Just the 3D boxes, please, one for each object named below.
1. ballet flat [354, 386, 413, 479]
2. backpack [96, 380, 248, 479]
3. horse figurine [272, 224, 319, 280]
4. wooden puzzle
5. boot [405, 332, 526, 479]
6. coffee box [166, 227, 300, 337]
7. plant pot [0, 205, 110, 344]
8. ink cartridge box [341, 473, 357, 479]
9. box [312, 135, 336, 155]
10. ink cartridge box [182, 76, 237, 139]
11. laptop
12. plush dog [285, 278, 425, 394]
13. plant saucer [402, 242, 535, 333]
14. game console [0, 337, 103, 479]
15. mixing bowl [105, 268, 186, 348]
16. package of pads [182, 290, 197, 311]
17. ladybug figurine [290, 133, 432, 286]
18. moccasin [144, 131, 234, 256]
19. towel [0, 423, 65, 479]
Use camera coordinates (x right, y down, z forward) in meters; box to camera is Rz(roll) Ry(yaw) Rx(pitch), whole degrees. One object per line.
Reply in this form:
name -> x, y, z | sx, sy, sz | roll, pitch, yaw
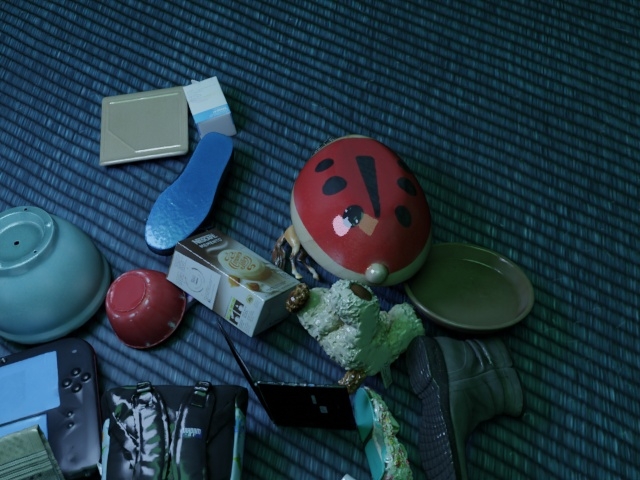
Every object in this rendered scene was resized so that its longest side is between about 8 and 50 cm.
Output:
ballet flat -> 0.122, 0.387, 1.746 | 0.077, 0.091, 0.241 | 14, 35, -21
backpack -> -0.271, 0.471, 1.671 | 0.290, 0.273, 0.355 | -2, 46, -8
horse figurine -> 0.000, 0.000, 2.003 | 0.263, 0.066, 0.174 | -19, 60, -5
wooden puzzle -> -0.437, -0.283, 2.238 | 0.221, 0.044, 0.239 | -8, 55, 3
boot -> 0.303, 0.334, 1.724 | 0.222, 0.118, 0.338 | 4, 66, -22
coffee box -> -0.187, 0.086, 1.922 | 0.246, 0.098, 0.141 | 31, 28, 21
plant pot -> -0.629, 0.051, 1.947 | 0.293, 0.196, 0.293 | -5, 51, 7
ink cartridge box -> 0.086, 0.635, 1.562 | 0.324, 0.071, 0.330 | 30, 71, 21
box -> 0.031, -0.203, 2.145 | 0.067, 0.018, 0.083 | -41, 64, -16
ink cartridge box -> -0.275, -0.327, 2.210 | 0.090, 0.092, 0.143 | -19, 60, -5
laptop -> -0.064, 0.265, 1.758 | 0.264, 0.234, 0.137 | 2, 61, 9
plush dog -> 0.047, 0.173, 1.820 | 0.225, 0.262, 0.211 | 36, 98, 47
plant saucer -> 0.304, 0.102, 1.869 | 0.277, 0.041, 0.278 | 4, 37, -3
game console -> -0.633, 0.375, 1.817 | 0.386, 0.060, 0.342 | -17, 44, -2
mixing bowl -> -0.394, 0.131, 1.934 | 0.181, 0.098, 0.181 | -9, 61, 17
package of pads -> -0.293, 0.119, 1.987 | 0.050, 0.032, 0.083 | 39, 71, 25
ladybug figurine -> 0.092, -0.081, 1.908 | 0.305, 0.162, 0.449 | -1, 39, -12
moccasin -> -0.284, -0.091, 2.067 | 0.137, 0.117, 0.342 | 28, 61, 7
towel -> -0.612, 0.534, 1.681 | 0.324, 0.056, 0.312 | -20, 95, -1
